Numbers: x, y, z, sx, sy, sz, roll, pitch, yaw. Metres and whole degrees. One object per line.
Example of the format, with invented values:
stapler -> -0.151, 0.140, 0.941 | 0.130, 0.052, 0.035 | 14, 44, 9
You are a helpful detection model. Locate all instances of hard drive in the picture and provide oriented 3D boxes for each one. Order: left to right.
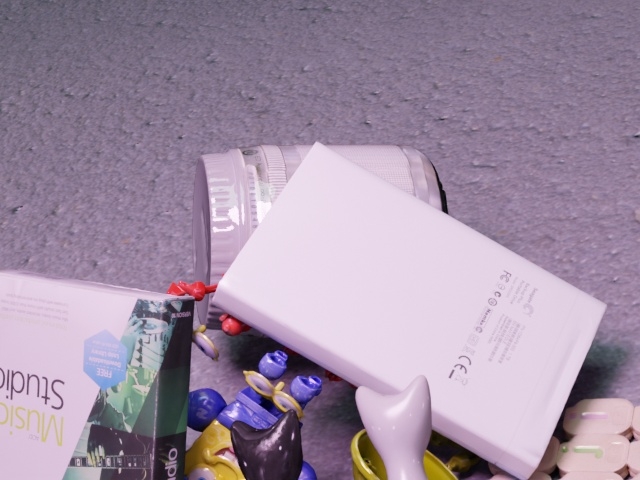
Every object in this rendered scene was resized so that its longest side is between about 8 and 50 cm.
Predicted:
hard drive -> 0.096, 0.065, 1.533 | 0.353, 0.047, 0.233 | 30, 50, 4

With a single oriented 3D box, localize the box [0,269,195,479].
box -> -0.234, 0.200, 1.466 | 0.232, 0.322, 0.058 | 6, 7, 35

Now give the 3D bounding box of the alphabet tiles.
alphabet tiles -> 0.287, 0.244, 1.425 | 0.277, 0.021, 0.284 | -4, 32, 19

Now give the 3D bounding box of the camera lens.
camera lens -> 0.000, 0.000, 1.719 | 0.274, 0.219, 0.219 | 0, 28, -11

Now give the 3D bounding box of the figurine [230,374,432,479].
figurine -> 0.024, 0.237, 1.343 | 0.214, 0.092, 0.210 | -18, 69, 19

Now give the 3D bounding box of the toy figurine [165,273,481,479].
toy figurine -> -0.046, 0.223, 1.522 | 0.362, 0.217, 0.191 | 35, 18, 7
